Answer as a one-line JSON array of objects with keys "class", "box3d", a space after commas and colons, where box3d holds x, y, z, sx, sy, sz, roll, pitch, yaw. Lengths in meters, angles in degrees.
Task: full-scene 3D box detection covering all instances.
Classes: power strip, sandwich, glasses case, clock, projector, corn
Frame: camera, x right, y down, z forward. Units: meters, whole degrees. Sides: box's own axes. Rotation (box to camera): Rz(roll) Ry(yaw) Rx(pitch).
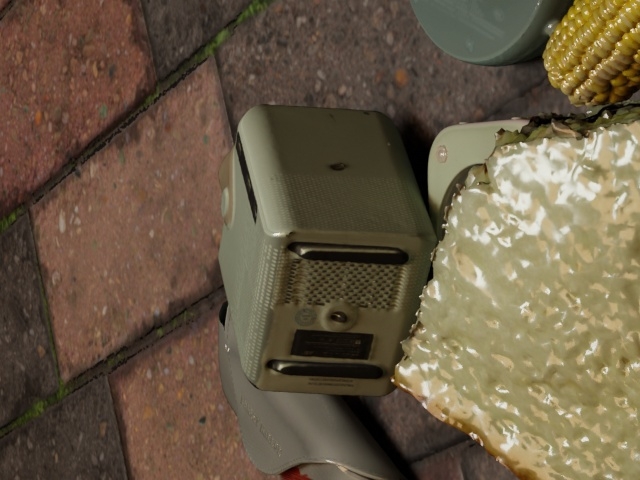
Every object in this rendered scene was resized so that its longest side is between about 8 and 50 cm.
[{"class": "power strip", "box3d": [0.148, -0.226, 1.591, 0.253, 0.054, 0.167, 43, 129, 47]}, {"class": "sandwich", "box3d": [0.217, 0.038, 1.400, 0.262, 0.131, 0.325, 35, 124, 30]}, {"class": "glasses case", "box3d": [-0.030, 0.177, 1.860, 0.308, 0.083, 0.128, 50, 131, 42]}, {"class": "clock", "box3d": [0.156, -0.006, 1.588, 0.151, 0.062, 0.191, 0, 94, 55]}, {"class": "projector", "box3d": [0.000, 0.000, 1.691, 0.242, 0.163, 0.177, -106, 24, -52]}, {"class": "corn", "box3d": [0.256, -0.192, 1.397, 0.244, 0.093, 0.093, -46, 56, 48]}]
